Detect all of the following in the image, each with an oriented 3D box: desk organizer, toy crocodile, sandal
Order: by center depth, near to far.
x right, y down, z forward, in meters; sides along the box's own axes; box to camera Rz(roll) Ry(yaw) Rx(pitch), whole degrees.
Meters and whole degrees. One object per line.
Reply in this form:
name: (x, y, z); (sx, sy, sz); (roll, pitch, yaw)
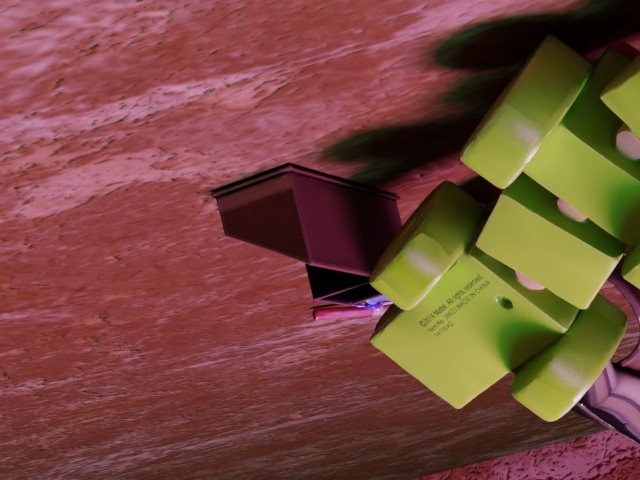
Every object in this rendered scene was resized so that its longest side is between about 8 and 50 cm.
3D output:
toy crocodile: (0.112, -0.012, 0.880); (0.105, 0.115, 0.340); (-54, 179, -32)
desk organizer: (0.000, 0.000, 0.986); (0.047, 0.050, 0.130); (-19, 166, 24)
sandal: (0.159, 0.049, 1.155); (0.086, 0.120, 0.303); (-55, 148, -3)

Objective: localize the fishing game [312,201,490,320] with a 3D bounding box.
fishing game: (0.110, 0.020, 1.219); (0.189, 0.041, 0.264); (-4, 165, -26)
